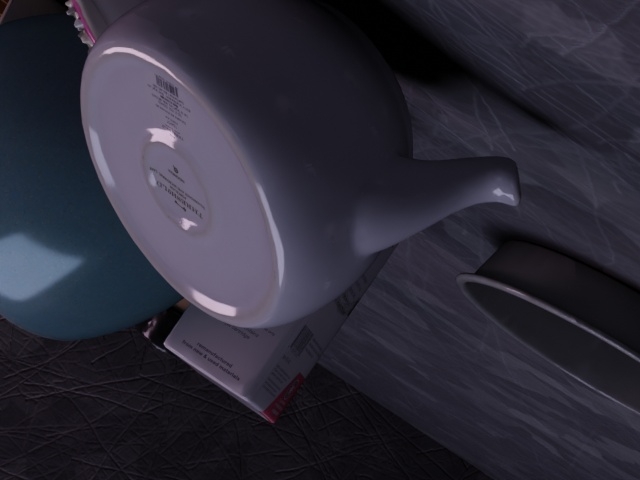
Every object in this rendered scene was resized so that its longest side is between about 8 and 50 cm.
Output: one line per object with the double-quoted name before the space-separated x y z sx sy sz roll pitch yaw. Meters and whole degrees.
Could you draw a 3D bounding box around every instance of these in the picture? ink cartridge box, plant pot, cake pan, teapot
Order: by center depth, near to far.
"teapot" -0.030 -0.078 1.343 0.256 0.187 0.252 58 151 -2
"plant pot" -0.159 -0.068 1.703 0.195 0.290 0.290 -10 145 39
"cake pan" 0.255 0.089 1.726 0.293 0.054 0.293 31 173 4
"ink cartridge box" -0.026 0.038 1.844 0.100 0.237 0.172 33 174 12

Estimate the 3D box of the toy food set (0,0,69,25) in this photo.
"toy food set" -0.278 -0.180 1.956 0.220 0.092 0.306 37 175 -32

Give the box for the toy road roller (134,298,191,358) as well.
"toy road roller" -0.192 -0.010 2.398 0.329 0.202 0.240 34 -171 11

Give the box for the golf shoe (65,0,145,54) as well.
"golf shoe" -0.073 -0.118 1.531 0.306 0.140 0.115 51 -176 9
